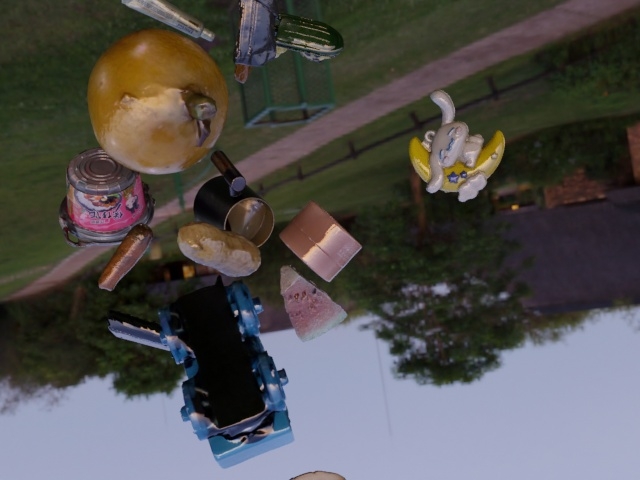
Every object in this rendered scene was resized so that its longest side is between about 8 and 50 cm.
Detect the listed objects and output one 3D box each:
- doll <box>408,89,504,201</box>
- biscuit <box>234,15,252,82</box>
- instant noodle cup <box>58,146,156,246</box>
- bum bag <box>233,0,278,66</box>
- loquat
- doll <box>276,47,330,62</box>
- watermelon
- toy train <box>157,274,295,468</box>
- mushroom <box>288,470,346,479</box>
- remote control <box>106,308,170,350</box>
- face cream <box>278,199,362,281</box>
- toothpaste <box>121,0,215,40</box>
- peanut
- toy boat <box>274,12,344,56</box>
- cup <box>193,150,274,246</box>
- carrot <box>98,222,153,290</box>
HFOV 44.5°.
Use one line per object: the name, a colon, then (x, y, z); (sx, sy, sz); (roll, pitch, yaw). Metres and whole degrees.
doll: (0.347, -0.233, 2.034); (0.237, 0.252, 0.111); (27, -165, 8)
biscuit: (-0.172, -0.551, 1.969); (0.043, 0.278, 0.301); (12, 164, -1)
instant noodle cup: (-0.589, -0.138, 2.134); (0.258, 0.181, 0.302); (17, -133, 8)
bum bag: (-0.142, -0.512, 1.729); (0.060, 0.248, 0.123); (24, -156, 35)
loquat: (-0.350, -0.304, 1.749); (0.328, 0.328, 0.359); (-7, -164, -40)
doll: (-0.085, -0.564, 2.238); (0.291, 0.117, 0.086); (16, -126, 33)
watermelon: (-0.047, 0.166, 2.202); (0.154, 0.241, 0.094); (-39, -141, -10)
toy train: (-0.164, 0.223, 1.381); (0.188, 0.300, 0.265); (-20, 154, -7)
mushroom: (-0.028, 0.729, 2.323); (0.210, 0.072, 0.094); (-6, 149, -18)
remote control: (-0.356, 0.268, 2.010); (0.399, 0.062, 0.144); (16, 162, 5)
face cream: (0.000, 0.000, 1.639); (0.104, 0.149, 0.149); (-47, 176, 3)
toothpaste: (-0.396, -0.597, 2.067); (0.255, 0.067, 0.037); (24, -156, -18)
peanut: (-0.206, 0.019, 1.576); (0.100, 0.099, 0.214); (-9, 165, 33)
toy boat: (-0.039, -0.543, 2.077); (0.210, 0.104, 0.052); (13, 160, 0)
cup: (-0.239, -0.091, 1.999); (0.166, 0.239, 0.177); (-44, -146, -9)
carrot: (-0.450, 0.040, 1.803); (0.186, 0.060, 0.060); (-52, 169, 10)
